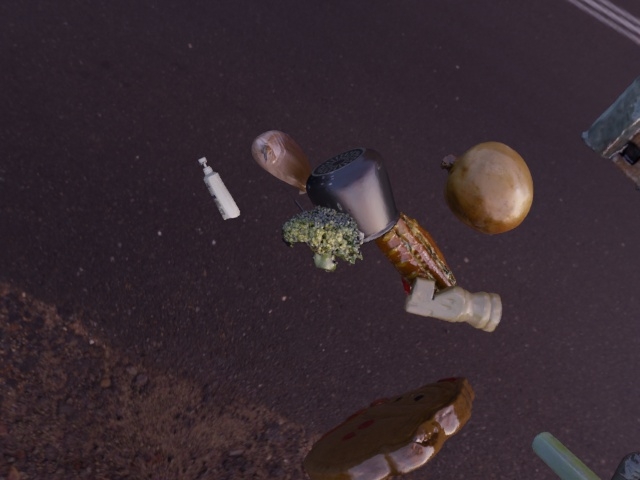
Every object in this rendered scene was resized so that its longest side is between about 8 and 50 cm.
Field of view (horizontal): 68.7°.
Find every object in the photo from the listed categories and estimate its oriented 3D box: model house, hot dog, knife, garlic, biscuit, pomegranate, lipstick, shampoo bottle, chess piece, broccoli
[{"bbox_3d":[0.770,-0.162,0.962,0.267,0.194,0.325,6,48,-27],"label":"model house"},{"bbox_3d":[0.232,0.044,1.104,0.269,0.072,0.115,46,72,-15],"label":"hot dog"},{"bbox_3d":[-0.084,-0.130,1.395,0.010,0.023,0.170,-37,83,-3],"label":"knife"},{"bbox_3d":[-0.089,-0.177,1.011,0.090,0.198,0.129,-37,64,10],"label":"garlic"},{"bbox_3d":[0.143,0.367,0.925,0.381,0.359,0.074,-23,83,-30],"label":"biscuit"},{"bbox_3d":[0.528,-0.157,1.471,0.307,0.307,0.307,8,60,-14],"label":"pomegranate"},{"bbox_3d":[0.679,0.623,1.229,0.076,0.304,0.076,-4,107,-14],"label":"lipstick"},{"bbox_3d":[-0.218,-0.110,0.987,0.034,0.049,0.141,-32,105,-24],"label":"shampoo bottle"},{"bbox_3d":[0.291,0.142,1.048,0.200,0.090,0.090,12,59,1],"label":"chess piece"},{"bbox_3d":[0.000,0.000,0.611,0.096,0.095,0.092,-1,104,-12],"label":"broccoli"}]

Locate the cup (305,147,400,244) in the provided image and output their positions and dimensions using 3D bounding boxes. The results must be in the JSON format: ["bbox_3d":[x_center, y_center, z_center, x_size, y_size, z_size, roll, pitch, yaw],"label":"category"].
[{"bbox_3d":[0.072,-0.099,0.995,0.177,0.169,0.223,60,11,-20],"label":"cup"}]

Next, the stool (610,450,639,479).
[{"bbox_3d":[0.715,0.591,0.885,0.310,0.226,0.310,28,70,28],"label":"stool"}]

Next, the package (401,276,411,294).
[{"bbox_3d":[0.284,0.115,1.499,0.071,0.269,0.194,-25,107,2],"label":"package"}]
